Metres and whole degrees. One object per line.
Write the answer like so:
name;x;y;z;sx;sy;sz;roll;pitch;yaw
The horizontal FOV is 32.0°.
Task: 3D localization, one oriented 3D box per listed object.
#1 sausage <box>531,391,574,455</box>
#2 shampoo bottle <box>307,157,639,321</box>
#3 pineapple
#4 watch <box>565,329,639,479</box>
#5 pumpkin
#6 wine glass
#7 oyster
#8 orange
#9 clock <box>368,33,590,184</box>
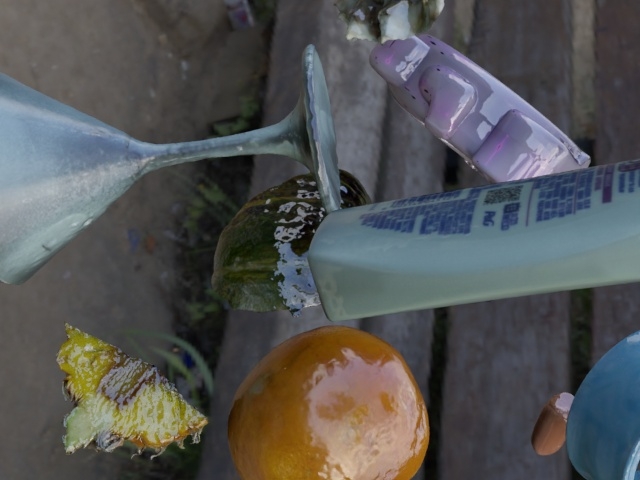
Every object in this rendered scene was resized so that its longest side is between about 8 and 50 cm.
sausage;0.224;0.177;1.070;0.083;0.034;0.034;101;7;-51
shampoo bottle;0.170;-0.003;0.799;0.134;0.359;0.078;-50;128;-61
pineapple;-0.288;0.254;1.608;0.164;0.250;0.140;-63;171;-15
watch;0.314;0.150;0.954;0.193;0.211;0.211;-14;95;-18
pumpkin;0.002;-0.004;1.394;0.278;0.163;0.111;-19;122;-31
wine glass;-0.189;-0.097;1.296;0.267;0.406;0.267;-6;90;-83
oyster;0.113;-0.363;1.328;0.115;0.238;0.351;39;50;-43
orange;0.006;0.233;1.444;0.261;0.261;0.261;22;63;-54
clock;0.225;-0.163;1.571;0.322;0.113;0.295;42;8;21
